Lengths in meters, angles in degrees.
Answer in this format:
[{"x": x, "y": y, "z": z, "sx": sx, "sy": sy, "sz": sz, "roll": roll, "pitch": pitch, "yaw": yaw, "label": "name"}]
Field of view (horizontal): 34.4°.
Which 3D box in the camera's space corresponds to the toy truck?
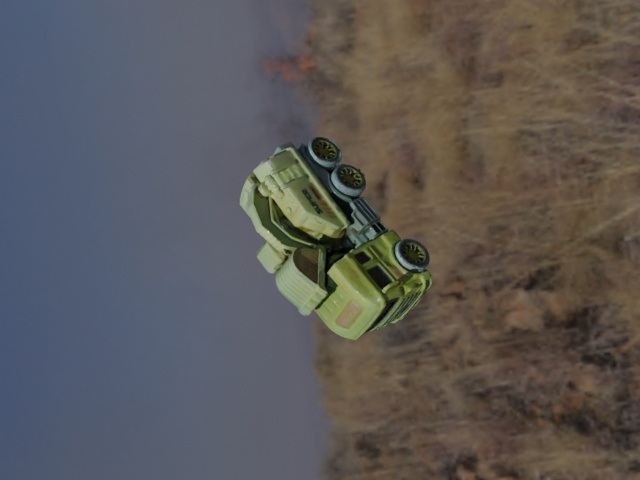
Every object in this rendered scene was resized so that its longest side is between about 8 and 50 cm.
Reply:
[{"x": 0.000, "y": 0.000, "z": 0.928, "sx": 0.191, "sy": 0.116, "sz": 0.085, "roll": 51, "pitch": 138, "yaw": 14, "label": "toy truck"}]
